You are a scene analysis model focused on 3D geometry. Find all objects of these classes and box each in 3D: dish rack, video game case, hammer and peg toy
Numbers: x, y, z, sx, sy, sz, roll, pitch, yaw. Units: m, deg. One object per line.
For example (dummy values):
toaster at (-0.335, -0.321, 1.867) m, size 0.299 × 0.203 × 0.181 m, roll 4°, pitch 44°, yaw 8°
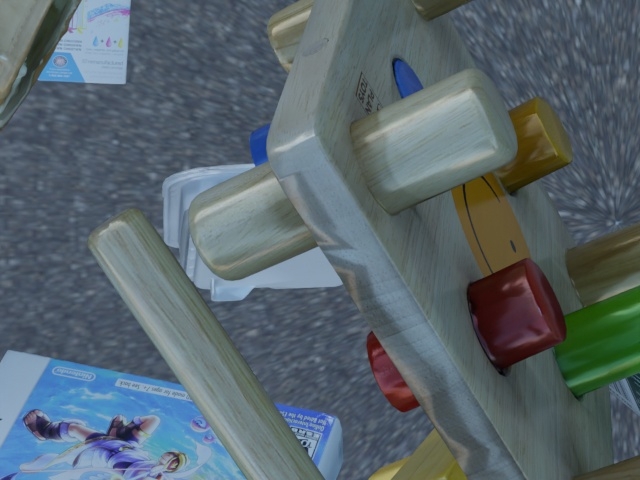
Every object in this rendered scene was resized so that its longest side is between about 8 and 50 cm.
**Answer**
dish rack at (0.000, 0.000, 1.355) m, size 0.286 × 0.333 × 0.072 m, roll -3°, pitch 80°, yaw -7°
video game case at (-0.146, 0.206, 1.040) m, size 0.270 × 0.061 × 0.244 m, roll 9°, pitch 48°, yaw 14°
hammer and peg toy at (0.058, 0.022, 0.599) m, size 0.127 × 0.361 × 0.266 m, roll -23°, pitch 114°, yaw 21°

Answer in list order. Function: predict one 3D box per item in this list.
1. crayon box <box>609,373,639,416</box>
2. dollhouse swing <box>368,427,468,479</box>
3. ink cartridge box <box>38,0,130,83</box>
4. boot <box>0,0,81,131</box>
crayon box at (0.459, 0.086, 1.417) m, size 0.313 × 0.363 × 0.106 m, roll -33°, pitch 119°, yaw -7°
dollhouse swing at (0.167, 0.396, 1.641) m, size 0.305 × 0.315 × 0.346 m, roll -32°, pitch 92°, yaw 32°
ink cartridge box at (-0.243, -0.232, 1.466) m, size 0.092 × 0.090 × 0.143 m, roll 0°, pitch 102°, yaw -24°
boot at (-0.244, -0.119, 0.607) m, size 0.270 × 0.089 × 0.236 m, roll 30°, pitch 125°, yaw -6°
